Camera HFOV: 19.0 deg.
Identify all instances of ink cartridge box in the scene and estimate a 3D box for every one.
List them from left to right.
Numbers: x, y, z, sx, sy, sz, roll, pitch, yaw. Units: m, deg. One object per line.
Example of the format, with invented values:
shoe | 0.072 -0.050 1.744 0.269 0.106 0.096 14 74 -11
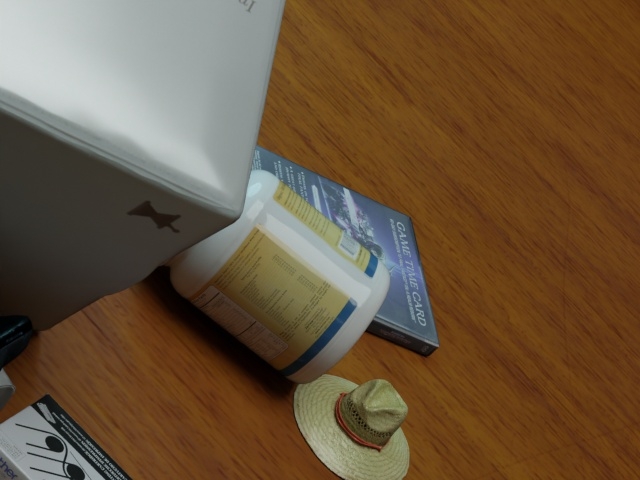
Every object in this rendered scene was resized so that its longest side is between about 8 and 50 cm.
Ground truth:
ink cartridge box | -0.177 0.220 1.496 0.207 0.046 0.097 45 27 5

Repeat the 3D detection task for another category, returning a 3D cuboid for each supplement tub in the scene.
supplement tub | -0.050 0.024 1.796 0.200 0.144 0.144 39 31 -9

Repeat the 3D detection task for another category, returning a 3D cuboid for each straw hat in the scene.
straw hat | 0.048 0.165 1.825 0.144 0.061 0.144 30 34 -23

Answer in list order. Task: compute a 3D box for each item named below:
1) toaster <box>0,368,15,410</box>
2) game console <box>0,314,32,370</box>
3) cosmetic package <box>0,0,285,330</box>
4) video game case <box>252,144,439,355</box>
toaster | -0.343 0.083 1.418 0.186 0.110 0.168 -10 59 -53
game console | -0.349 0.079 1.179 0.213 0.361 0.044 -59 139 -67
cosmetic package | -0.243 -0.193 1.539 0.327 0.329 0.393 26 58 -27
video game case | 0.000 0.000 2.002 0.274 0.026 0.196 25 36 -31
